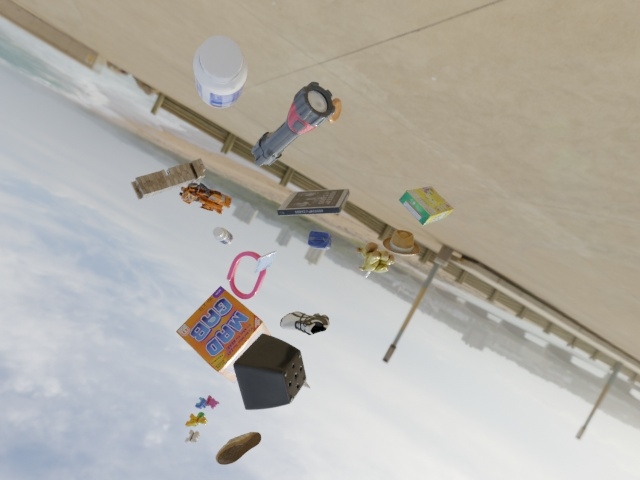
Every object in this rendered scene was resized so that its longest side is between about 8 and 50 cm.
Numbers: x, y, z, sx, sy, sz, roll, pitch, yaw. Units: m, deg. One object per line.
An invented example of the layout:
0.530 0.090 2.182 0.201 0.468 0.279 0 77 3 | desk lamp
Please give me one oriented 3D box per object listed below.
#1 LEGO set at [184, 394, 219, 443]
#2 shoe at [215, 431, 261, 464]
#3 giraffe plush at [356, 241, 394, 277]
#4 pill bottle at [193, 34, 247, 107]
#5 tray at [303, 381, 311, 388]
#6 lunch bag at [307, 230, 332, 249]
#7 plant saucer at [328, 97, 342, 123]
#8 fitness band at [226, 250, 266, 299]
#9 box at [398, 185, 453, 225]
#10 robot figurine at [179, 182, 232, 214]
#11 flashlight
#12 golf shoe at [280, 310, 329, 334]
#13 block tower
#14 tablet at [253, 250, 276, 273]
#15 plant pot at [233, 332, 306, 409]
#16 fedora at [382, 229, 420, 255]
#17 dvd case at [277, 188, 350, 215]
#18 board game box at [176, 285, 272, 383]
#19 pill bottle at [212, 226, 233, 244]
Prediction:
-0.547 0.821 1.923 0.093 0.227 0.087 2 135 23 | LEGO set
-0.342 0.848 1.698 0.058 0.077 0.218 -5 180 42 | shoe
0.299 0.087 2.369 0.181 0.210 0.171 28 -145 -35 | giraffe plush
-0.292 -0.490 1.209 0.152 0.153 0.272 28 177 -16 | pill bottle
-0.179 0.768 2.349 0.145 0.030 0.270 1 148 46 | tray
0.000 0.000 1.687 0.098 0.067 0.065 5 173 18 | lunch bag
0.049 -0.432 1.384 0.013 0.084 0.083 25 179 24 | plant saucer
-0.424 0.198 2.373 0.208 0.291 0.054 28 -163 15 | fitness band
0.314 -0.106 1.201 0.179 0.043 0.105 -16 -120 -46 | box
-0.689 -0.251 2.458 0.290 0.085 0.211 18 149 -34 | robot figurine
-0.084 -0.307 1.126 0.103 0.104 0.304 -12 174 -36 | flashlight
-0.063 0.326 1.617 0.197 0.077 0.094 -4 -166 1 | golf shoe
-0.714 -0.293 1.969 0.097 0.335 0.091 -16 99 61 | block tower
-0.143 0.056 1.069 0.006 0.054 0.083 56 149 18 | tablet
-0.154 0.446 1.385 0.166 0.188 0.187 0 -159 26 | plant pot
0.387 0.001 1.953 0.194 0.079 0.194 6 -154 -3 | fedora
-0.023 -0.145 1.562 0.238 0.030 0.179 -2 -152 18 | dvd case
-0.550 0.562 2.449 0.356 0.356 0.357 35 159 21 | board game box
-0.471 -0.024 1.995 0.067 0.067 0.120 29 171 17 | pill bottle
